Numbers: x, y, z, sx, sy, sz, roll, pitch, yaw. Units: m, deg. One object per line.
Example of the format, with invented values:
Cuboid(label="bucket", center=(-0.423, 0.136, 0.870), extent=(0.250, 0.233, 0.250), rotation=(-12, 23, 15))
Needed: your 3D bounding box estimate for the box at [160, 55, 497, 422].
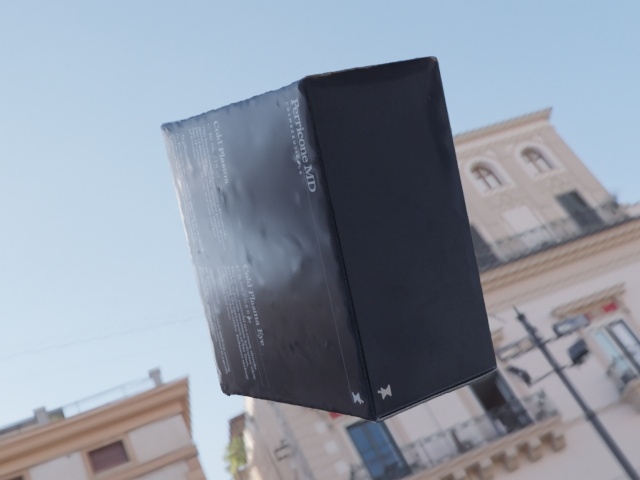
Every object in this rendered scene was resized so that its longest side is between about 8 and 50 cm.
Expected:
Cuboid(label="box", center=(0.000, 0.000, 1.052), extent=(0.179, 0.343, 0.312), rotation=(-16, 7, -33))
